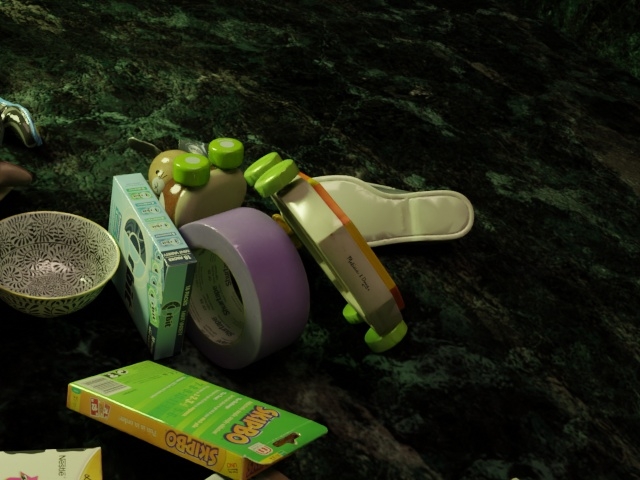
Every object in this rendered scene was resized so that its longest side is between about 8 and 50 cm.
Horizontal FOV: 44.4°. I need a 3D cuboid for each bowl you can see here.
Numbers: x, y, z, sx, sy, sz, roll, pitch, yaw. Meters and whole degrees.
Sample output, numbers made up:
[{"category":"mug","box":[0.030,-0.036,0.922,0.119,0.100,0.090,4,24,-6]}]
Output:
[{"category":"bowl","box":[-0.343,0.044,0.989,0.170,0.080,0.170,11,35,-8]}]

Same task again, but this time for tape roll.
[{"category":"tape roll","box":[-0.106,0.059,0.976,0.080,0.189,0.189,-22,51,-41]}]

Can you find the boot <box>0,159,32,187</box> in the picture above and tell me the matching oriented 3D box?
[{"category":"boot","box":[-0.467,-0.074,1.082,0.118,0.042,0.087,8,39,-14]}]

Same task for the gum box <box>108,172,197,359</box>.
[{"category":"gum box","box":[-0.220,0.031,0.993,0.041,0.157,0.184,-11,44,-33]}]

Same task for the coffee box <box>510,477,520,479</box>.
[{"category":"coffee box","box":[0.155,0.379,0.713,0.168,0.119,0.297,37,40,27]}]

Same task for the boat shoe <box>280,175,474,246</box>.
[{"category":"boat shoe","box":[0.087,-0.040,1.298,0.319,0.116,0.099,2,-6,-9]}]

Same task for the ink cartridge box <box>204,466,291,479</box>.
[{"category":"ink cartridge box","box":[-0.059,0.304,0.688,0.193,0.088,0.235,32,16,18]}]

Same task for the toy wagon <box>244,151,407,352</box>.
[{"category":"toy wagon","box":[0.000,0.000,1.060,0.068,0.267,0.344,-36,16,-3]}]

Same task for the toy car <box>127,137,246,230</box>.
[{"category":"toy car","box":[-0.219,-0.083,1.164,0.188,0.155,0.149,23,35,25]}]

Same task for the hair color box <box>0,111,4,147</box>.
[{"category":"hair color box","box":[-0.512,-0.052,0.944,0.185,0.113,0.374,1,50,-10]}]

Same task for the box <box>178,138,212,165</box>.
[{"category":"box","box":[-0.204,-0.144,1.354,0.083,0.018,0.067,8,37,-13]}]

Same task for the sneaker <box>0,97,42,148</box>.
[{"category":"sneaker","box":[-0.524,-0.193,1.261,0.188,0.067,0.078,30,58,15]}]

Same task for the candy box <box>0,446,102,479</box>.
[{"category":"candy box","box":[-0.315,0.273,0.701,0.233,0.071,0.159,3,37,-20]}]

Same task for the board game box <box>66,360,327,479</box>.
[{"category":"board game box","box":[-0.131,0.186,0.827,0.259,0.039,0.124,10,9,30]}]

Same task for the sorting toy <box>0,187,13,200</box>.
[{"category":"sorting toy","box":[-0.555,-0.057,1.081,0.193,0.038,0.208,18,31,0]}]
